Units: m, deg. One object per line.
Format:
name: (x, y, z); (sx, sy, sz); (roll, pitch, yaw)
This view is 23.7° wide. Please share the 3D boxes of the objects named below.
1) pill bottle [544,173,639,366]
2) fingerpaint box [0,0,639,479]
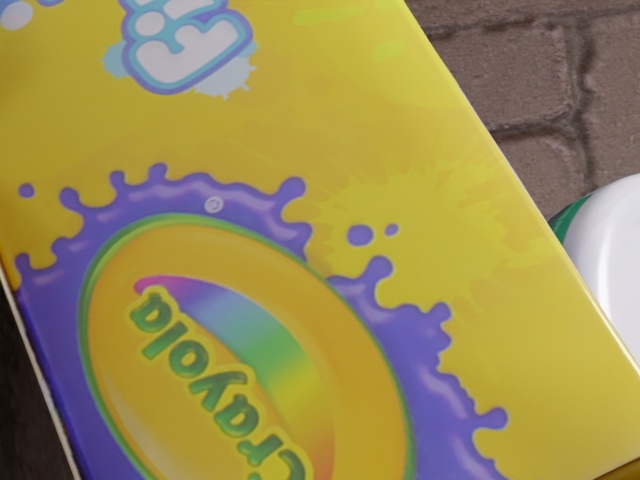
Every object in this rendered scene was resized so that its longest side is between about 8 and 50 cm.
pill bottle: (0.107, 0.117, 0.915); (0.361, 0.204, 0.204); (-32, -126, 47)
fingerpaint box: (-0.030, 0.013, 0.650); (0.371, 0.163, 0.445); (73, -10, -56)
